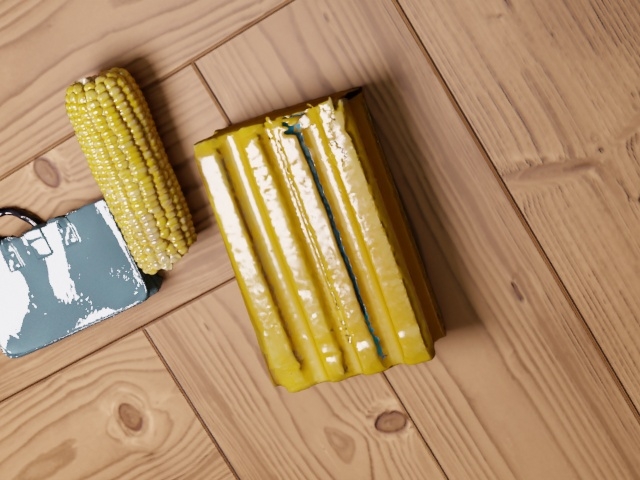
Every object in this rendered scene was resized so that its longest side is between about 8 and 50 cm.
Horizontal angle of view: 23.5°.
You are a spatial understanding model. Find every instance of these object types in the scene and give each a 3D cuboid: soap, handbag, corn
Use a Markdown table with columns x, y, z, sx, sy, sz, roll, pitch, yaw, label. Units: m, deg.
| x | y | z | sx | sy | sz | roll | pitch | yaw | label |
| --- | --- | --- | --- | --- | --- | --- | --- | --- | --- |
| 0.000 | -0.001 | 1.766 | 0.204 | 0.096 | 0.325 | -14 | 103 | 21 | soap |
| -0.319 | 0.044 | 1.896 | 0.221 | 0.057 | 0.144 | -22 | 101 | 18 | handbag |
| -0.222 | -0.083 | 1.810 | 0.093 | 0.093 | 0.244 | -15 | 105 | 22 | corn |

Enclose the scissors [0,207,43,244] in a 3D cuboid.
| x | y | z | sx | sy | sz | roll | pitch | yaw | label |
| --- | --- | --- | --- | --- | --- | --- | --- | --- | --- |
| -0.483 | -0.003 | 1.956 | 0.300 | 0.022 | 0.109 | 8 | 113 | 12 | scissors |
